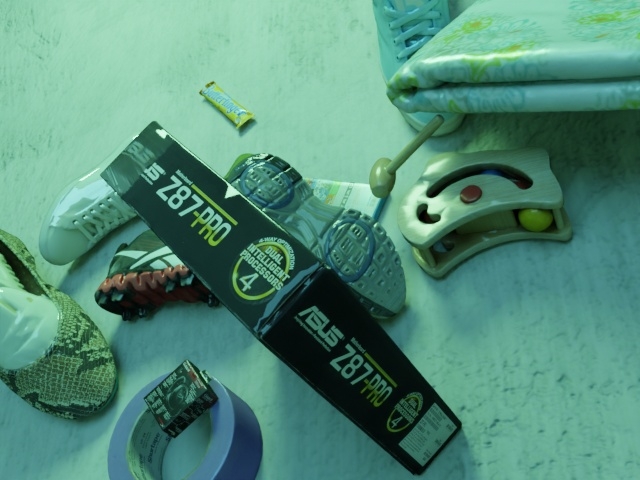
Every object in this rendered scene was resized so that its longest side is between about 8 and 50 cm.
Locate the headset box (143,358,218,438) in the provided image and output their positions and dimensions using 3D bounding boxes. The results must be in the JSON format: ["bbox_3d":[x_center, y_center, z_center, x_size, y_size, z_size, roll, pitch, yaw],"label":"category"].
[{"bbox_3d":[-0.174,0.197,0.990,0.083,0.032,0.062,-42,49,-5],"label":"headset box"}]

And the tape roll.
[{"bbox_3d":[-0.176,0.270,1.015,0.188,0.080,0.189,-15,51,19],"label":"tape roll"}]

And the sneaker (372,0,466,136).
[{"bbox_3d":[0.129,-0.339,1.163,0.135,0.150,0.366,-17,78,16],"label":"sneaker"}]

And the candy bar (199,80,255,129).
[{"bbox_3d":[-0.172,-0.247,1.418,0.040,0.018,0.161,-42,49,-5],"label":"candy bar"}]

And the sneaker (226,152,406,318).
[{"bbox_3d":[0.000,0.000,1.077,0.297,0.129,0.111,42,74,16],"label":"sneaker"}]

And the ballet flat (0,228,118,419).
[{"bbox_3d":[-0.499,0.102,1.240,0.164,0.182,0.482,-45,49,-8],"label":"ballet flat"}]

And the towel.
[{"bbox_3d":[0.313,-0.262,0.990,0.374,0.090,0.320,6,35,39],"label":"towel"}]

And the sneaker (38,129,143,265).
[{"bbox_3d":[-0.357,-0.069,1.332,0.123,0.106,0.290,25,71,41],"label":"sneaker"}]

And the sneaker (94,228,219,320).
[{"bbox_3d":[-0.216,0.035,1.189,0.275,0.098,0.135,-11,56,24],"label":"sneaker"}]

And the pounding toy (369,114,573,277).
[{"bbox_3d":[0.175,-0.057,1.004,0.269,0.155,0.154,-2,53,28],"label":"pounding toy"}]

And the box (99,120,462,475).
[{"bbox_3d":[-0.032,0.074,0.866,0.097,0.395,0.318,-47,48,-6],"label":"box"}]

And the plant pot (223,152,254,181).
[{"bbox_3d":[-0.120,-0.097,1.251,0.083,0.083,0.079,-10,42,22],"label":"plant pot"}]

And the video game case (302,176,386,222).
[{"bbox_3d":[0.009,-0.039,1.175,0.166,0.015,0.119,9,63,33],"label":"video game case"}]
